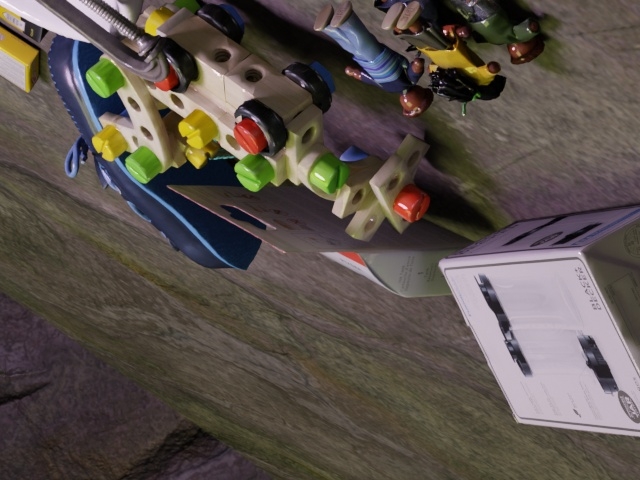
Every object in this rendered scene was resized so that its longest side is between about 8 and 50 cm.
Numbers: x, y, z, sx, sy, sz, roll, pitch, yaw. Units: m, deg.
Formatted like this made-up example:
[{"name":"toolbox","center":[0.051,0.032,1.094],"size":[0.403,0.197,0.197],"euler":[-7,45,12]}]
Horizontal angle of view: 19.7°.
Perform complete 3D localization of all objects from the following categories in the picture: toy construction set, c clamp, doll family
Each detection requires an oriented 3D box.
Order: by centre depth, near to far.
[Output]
[{"name":"c clamp","center":[-0.166,-0.164,1.307],"size":[0.161,0.022,0.137],"euler":[38,164,-18]},{"name":"doll family","center":[0.081,-0.138,1.329],"size":[0.111,0.076,0.193],"euler":[37,170,-31]},{"name":"toy construction set","center":[-0.064,-0.096,1.586],"size":[0.328,0.151,0.215],"euler":[23,148,17]}]

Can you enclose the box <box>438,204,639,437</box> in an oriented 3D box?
[{"name":"box","center":[0.217,0.065,1.508],"size":[0.169,0.087,0.290],"euler":[63,162,-5]}]

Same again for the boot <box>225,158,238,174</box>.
[{"name":"boot","center":[-0.117,-0.083,1.964],"size":[0.118,0.042,0.087],"euler":[27,171,15]}]

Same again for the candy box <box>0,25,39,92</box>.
[{"name":"candy box","center":[-0.404,-0.243,2.051],"size":[0.206,0.027,0.105],"euler":[33,167,-1]}]

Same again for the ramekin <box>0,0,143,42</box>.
[{"name":"ramekin","center":[-0.220,-0.281,1.354],"size":[0.277,0.135,0.277],"euler":[31,164,10]}]

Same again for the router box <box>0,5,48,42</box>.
[{"name":"router box","center":[-0.305,-0.265,1.746],"size":[0.133,0.046,0.179],"euler":[33,165,-3]}]

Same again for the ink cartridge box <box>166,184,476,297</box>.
[{"name":"ink cartridge box","center":[0.000,0.000,1.683],"size":[0.232,0.066,0.189],"euler":[-7,-157,-39]}]

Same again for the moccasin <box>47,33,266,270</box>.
[{"name":"moccasin","center":[-0.182,-0.080,1.824],"size":[0.117,0.137,0.342],"euler":[7,141,38]}]

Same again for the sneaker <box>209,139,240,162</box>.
[{"name":"sneaker","center":[-0.101,-0.104,1.780],"size":[0.065,0.076,0.166],"euler":[25,163,29]}]
